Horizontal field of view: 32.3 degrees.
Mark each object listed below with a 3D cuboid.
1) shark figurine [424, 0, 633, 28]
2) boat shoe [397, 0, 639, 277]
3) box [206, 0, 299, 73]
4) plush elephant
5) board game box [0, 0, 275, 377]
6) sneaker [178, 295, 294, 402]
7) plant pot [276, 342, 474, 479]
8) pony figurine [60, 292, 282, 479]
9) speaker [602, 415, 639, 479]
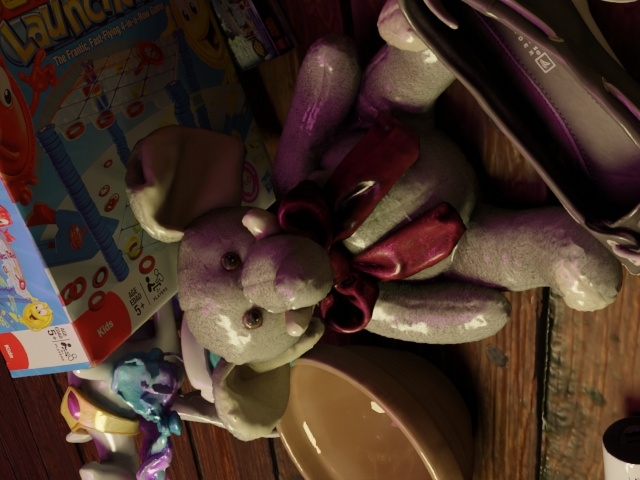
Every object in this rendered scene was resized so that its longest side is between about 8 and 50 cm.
[{"bbox_3d":[0.135,-0.193,0.546,0.166,0.278,0.116,64,144,38],"label":"shark figurine"},{"bbox_3d":[0.172,-0.060,0.712,0.335,0.095,0.112,52,147,4],"label":"boat shoe"},{"bbox_3d":[-0.082,-0.216,0.966,0.094,0.027,0.137,-8,113,56],"label":"box"},{"bbox_3d":[0.000,0.000,0.846,0.330,0.255,0.272,-17,106,57],"label":"plush elephant"},{"bbox_3d":[-0.182,-0.102,0.877,0.086,0.308,0.302,-9,113,32],"label":"board game box"},{"bbox_3d":[-0.081,0.027,1.079,0.110,0.107,0.275,-40,54,34],"label":"sneaker"},{"bbox_3d":[0.068,0.185,1.074,0.237,0.110,0.237,32,142,30],"label":"plant pot"},{"bbox_3d":[-0.187,0.142,1.174,0.302,0.351,0.363,-8,94,26],"label":"pony figurine"},{"bbox_3d":[0.259,0.208,0.896,0.055,0.055,0.136,22,136,41],"label":"speaker"}]
